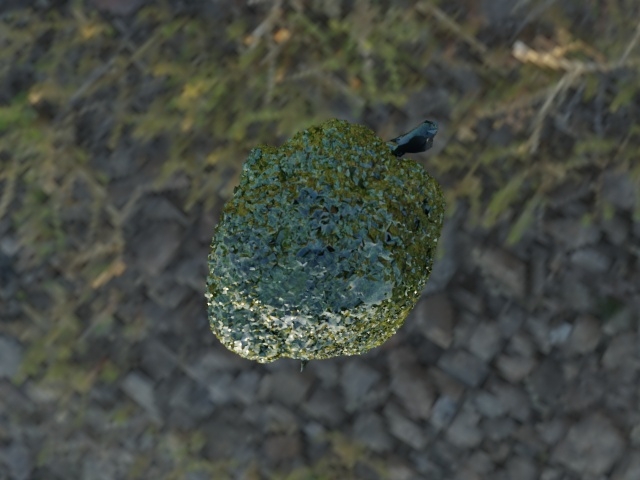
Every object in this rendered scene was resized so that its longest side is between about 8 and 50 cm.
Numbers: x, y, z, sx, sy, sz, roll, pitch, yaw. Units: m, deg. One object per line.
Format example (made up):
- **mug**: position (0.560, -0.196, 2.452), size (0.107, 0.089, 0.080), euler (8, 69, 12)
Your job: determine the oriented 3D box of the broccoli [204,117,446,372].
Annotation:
- **broccoli**: position (0.000, 0.000, 0.954), size (0.120, 0.130, 0.131), euler (39, 138, 53)
